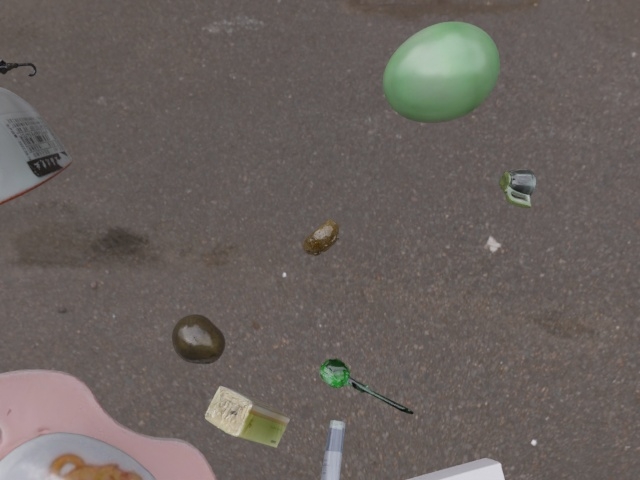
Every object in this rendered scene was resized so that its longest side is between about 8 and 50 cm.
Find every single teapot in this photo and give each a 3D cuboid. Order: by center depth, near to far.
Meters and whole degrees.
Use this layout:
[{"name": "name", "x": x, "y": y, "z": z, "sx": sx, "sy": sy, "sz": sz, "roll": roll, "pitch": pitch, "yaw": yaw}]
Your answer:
[{"name": "teapot", "x": 0.597, "y": -0.167, "z": 1.574, "sx": 0.091, "sy": 0.092, "sz": 0.124, "roll": 6, "pitch": 33, "yaw": -12}]

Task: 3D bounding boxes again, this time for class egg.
[{"name": "egg", "x": 0.281, "y": -0.389, "z": 1.218, "sx": 0.270, "sy": 0.220, "sz": 0.220, "roll": -21, "pitch": 53, "yaw": 16}]

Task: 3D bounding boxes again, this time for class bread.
[{"name": "bread", "x": 0.000, "y": 0.000, "z": 1.335, "sx": 0.060, "sy": 0.113, "sz": 0.082, "roll": 48, "pitch": 38, "yaw": -4}]

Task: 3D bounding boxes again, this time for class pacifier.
[{"name": "pacifier", "x": -0.254, "y": 0.277, "z": 0.508, "sx": 0.332, "sy": 0.273, "sz": 0.220, "roll": 36, "pitch": 89, "yaw": -13}]

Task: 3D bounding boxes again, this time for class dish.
[{"name": "dish", "x": -0.372, "y": -0.075, "z": 0.466, "sx": 0.257, "sy": 0.117, "sz": 0.256, "roll": -17, "pitch": 22, "yaw": 7}]

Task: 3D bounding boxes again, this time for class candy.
[{"name": "candy", "x": 0.140, "y": 0.465, "z": 1.620, "sx": 0.324, "sy": 0.097, "sz": 0.097, "roll": 22, "pitch": 61, "yaw": 26}]

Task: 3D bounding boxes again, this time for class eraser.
[{"name": "eraser", "x": 0.288, "y": 0.597, "z": 1.231, "sx": 0.299, "sy": 0.076, "sz": 0.078, "roll": -9, "pitch": 79, "yaw": -13}]

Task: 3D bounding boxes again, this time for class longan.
[{"name": "longan", "x": -0.417, "y": 0.341, "z": 1.777, "sx": 0.187, "sy": 0.167, "sz": 0.167, "roll": 23, "pitch": 59, "yaw": -4}]

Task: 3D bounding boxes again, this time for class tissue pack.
[{"name": "tissue pack", "x": -0.236, "y": 0.577, "z": 1.690, "sx": 0.159, "sy": 0.234, "sz": 0.125, "roll": 12, "pitch": 69, "yaw": 35}]

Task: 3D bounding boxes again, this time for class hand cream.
[{"name": "hand cream", "x": 0.032, "y": 0.666, "z": 1.534, "sx": 0.048, "sy": 0.079, "sz": 0.255, "roll": 29, "pitch": 54, "yaw": -27}]

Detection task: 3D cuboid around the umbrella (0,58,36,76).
[{"name": "umbrella", "x": -0.454, "y": -0.233, "z": 0.693, "sx": 0.022, "sy": 0.022, "sz": 0.149, "roll": 13, "pitch": 20, "yaw": 30}]
